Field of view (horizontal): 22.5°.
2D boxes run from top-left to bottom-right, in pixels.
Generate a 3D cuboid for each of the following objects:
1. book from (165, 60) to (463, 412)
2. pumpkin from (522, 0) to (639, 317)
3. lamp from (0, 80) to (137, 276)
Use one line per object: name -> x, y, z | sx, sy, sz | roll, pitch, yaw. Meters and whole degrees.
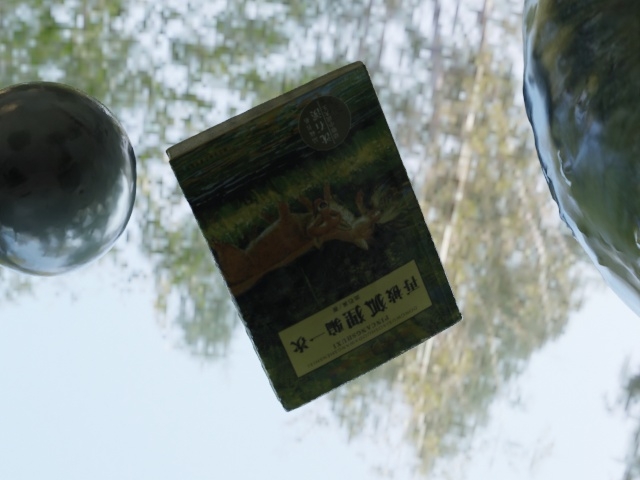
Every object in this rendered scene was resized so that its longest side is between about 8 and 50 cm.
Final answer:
book -> 0.000, 0.000, 1.187 | 0.160, 0.228, 0.024 | -27, -155, -9
pumpkin -> 0.215, -0.047, 0.439 | 0.257, 0.291, 0.327 | 5, -151, -27
lamp -> -0.149, -0.032, 0.856 | 0.105, 0.105, 0.105 | 5, -141, -4
